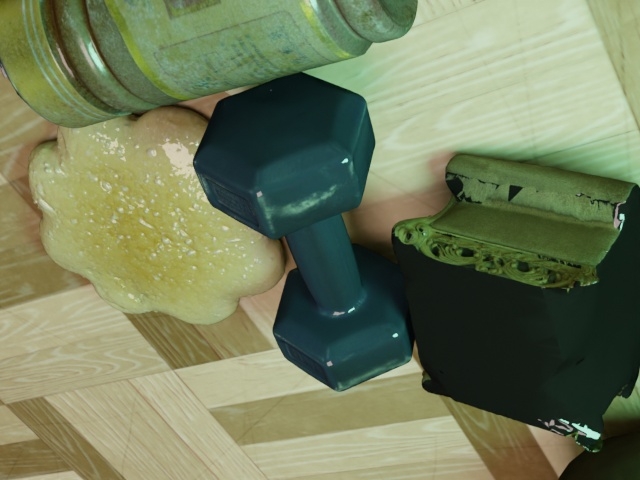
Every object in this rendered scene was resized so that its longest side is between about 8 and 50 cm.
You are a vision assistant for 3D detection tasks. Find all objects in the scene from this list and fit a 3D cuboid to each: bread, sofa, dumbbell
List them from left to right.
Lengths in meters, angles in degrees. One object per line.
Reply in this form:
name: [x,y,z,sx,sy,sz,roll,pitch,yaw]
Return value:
bread: [-0.184,-0.018,1.015,0.316,0.054,0.316,10,132,12]
dumbbell: [-0.001,0.000,0.866,0.156,0.143,0.316,-22,136,-2]
sofa: [0.206,0.044,0.892,0.200,0.182,0.258,13,137,32]

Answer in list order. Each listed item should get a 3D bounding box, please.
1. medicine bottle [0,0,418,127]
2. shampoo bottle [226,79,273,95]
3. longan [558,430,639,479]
medicine bottle: [-0.094,-0.196,0.750,0.322,0.151,0.151,-9,127,26]
shampoo bottle: [-0.027,-0.126,0.875,0.141,0.034,0.049,32,128,-13]
longan: [0.427,0.392,0.995,0.404,0.336,0.404,43,164,16]
